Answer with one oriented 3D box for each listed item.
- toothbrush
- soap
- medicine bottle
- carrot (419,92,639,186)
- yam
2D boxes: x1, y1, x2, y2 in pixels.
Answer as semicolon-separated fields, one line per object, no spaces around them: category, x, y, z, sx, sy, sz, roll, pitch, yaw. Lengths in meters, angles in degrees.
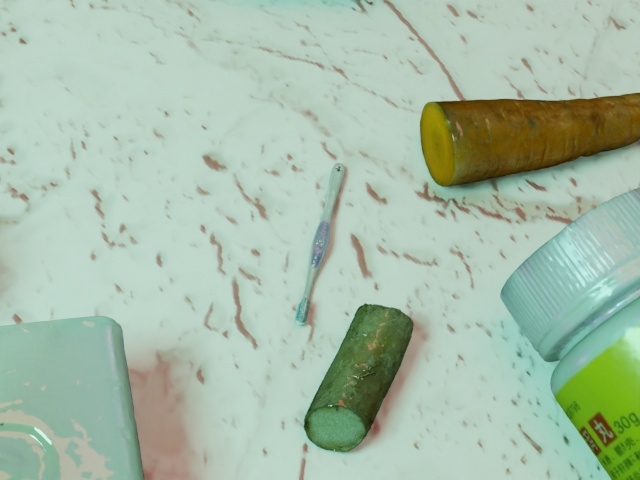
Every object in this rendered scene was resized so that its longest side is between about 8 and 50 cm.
toothbrush;0.000;0.000;0.801;0.011;0.013;0.131;18;57;-6
soap;-0.170;0.193;0.615;0.173;0.095;0.289;-6;63;-14
medicine bottle;0.223;0.091;0.718;0.139;0.139;0.225;-25;70;-22
carrot;0.176;-0.082;0.857;0.209;0.061;0.061;-9;64;-19
yam;0.025;0.085;0.740;0.043;0.043;0.094;26;59;4
